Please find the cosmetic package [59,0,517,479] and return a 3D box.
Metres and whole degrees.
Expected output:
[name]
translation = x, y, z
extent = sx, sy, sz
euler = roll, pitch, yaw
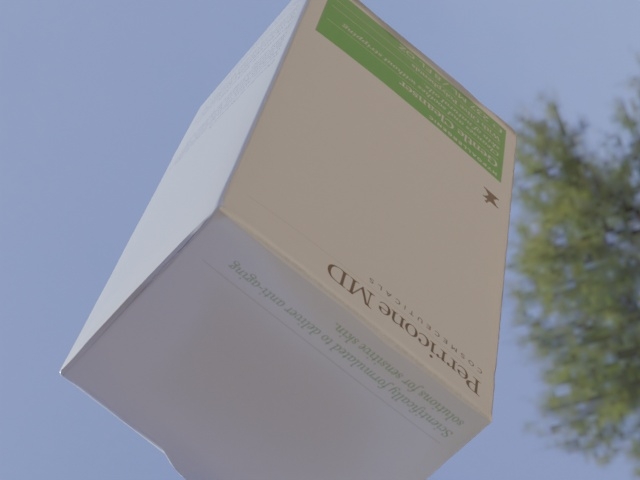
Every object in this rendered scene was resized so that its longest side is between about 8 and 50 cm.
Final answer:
[cosmetic package]
translation = 0.000, 0.000, 0.982
extent = 0.197, 0.155, 0.365
euler = 38, -153, -13
